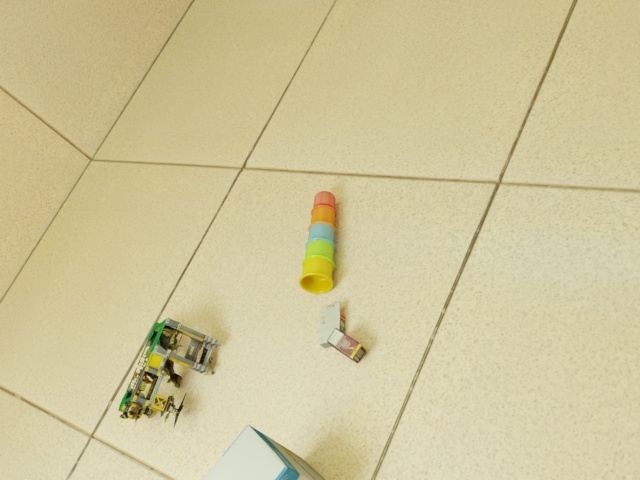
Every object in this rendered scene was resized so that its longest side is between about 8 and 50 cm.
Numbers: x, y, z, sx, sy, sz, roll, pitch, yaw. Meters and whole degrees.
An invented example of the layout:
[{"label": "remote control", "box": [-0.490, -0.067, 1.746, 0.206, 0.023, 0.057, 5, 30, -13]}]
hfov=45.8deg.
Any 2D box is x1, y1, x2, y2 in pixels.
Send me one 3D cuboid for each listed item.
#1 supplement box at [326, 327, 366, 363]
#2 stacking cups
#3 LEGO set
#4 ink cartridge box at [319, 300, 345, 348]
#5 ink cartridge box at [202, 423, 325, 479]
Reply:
[{"label": "supplement box", "box": [0.065, 0.260, 1.875, 0.083, 0.055, 0.043, 31, 80, 27]}, {"label": "stacking cups", "box": [0.000, 0.000, 2.141, 0.096, 0.096, 0.316, -20, 43, 27]}, {"label": "LEGO set", "box": [-0.417, 0.382, 2.148, 0.255, 0.192, 0.331, -41, 27, 53]}, {"label": "ink cartridge box", "box": [0.031, 0.220, 1.974, 0.063, 0.029, 0.115, -19, 47, 28]}, {"label": "ink cartridge box", "box": [-0.105, 0.554, 1.667, 0.171, 0.233, 0.168, -51, 43, -6]}]
